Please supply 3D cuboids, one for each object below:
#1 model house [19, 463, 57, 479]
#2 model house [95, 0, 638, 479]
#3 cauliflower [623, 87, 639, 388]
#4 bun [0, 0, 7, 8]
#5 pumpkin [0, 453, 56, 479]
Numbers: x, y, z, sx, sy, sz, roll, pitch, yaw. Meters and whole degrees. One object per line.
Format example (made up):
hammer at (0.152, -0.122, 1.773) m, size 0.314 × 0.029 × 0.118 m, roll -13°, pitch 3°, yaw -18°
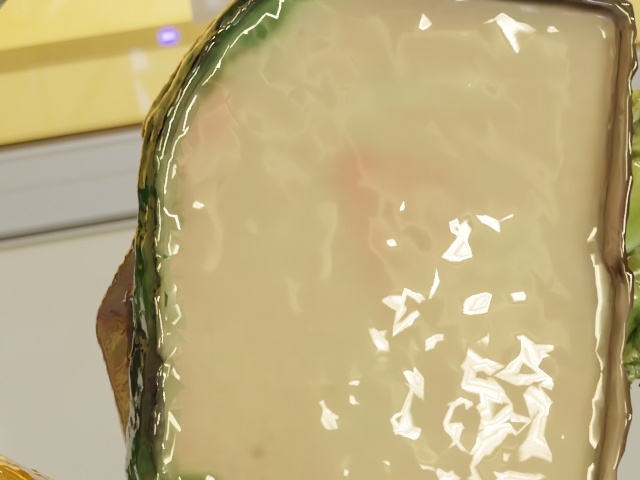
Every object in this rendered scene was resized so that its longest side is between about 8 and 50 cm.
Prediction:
model house at (-0.131, 0.244, 1.172) m, size 0.248 × 0.181 × 0.176 m, roll 47°, pitch 3°, yaw 0°
model house at (0.000, 0.000, 0.732) m, size 0.237 × 0.202 × 0.237 m, roll -168°, pitch -101°, yaw -74°
cauliflower at (0.158, 0.001, 1.216) m, size 0.260 × 0.327 × 0.281 m, roll 53°, pitch 11°, yaw 21°
bun at (-0.190, -0.166, 0.595) m, size 0.168 × 0.273 × 0.273 m, roll 37°, pitch 24°, yaw -37°
pumpkin at (-0.062, 0.159, 0.530) m, size 0.130 × 0.254 × 0.149 m, roll -63°, pitch 175°, yaw -8°
